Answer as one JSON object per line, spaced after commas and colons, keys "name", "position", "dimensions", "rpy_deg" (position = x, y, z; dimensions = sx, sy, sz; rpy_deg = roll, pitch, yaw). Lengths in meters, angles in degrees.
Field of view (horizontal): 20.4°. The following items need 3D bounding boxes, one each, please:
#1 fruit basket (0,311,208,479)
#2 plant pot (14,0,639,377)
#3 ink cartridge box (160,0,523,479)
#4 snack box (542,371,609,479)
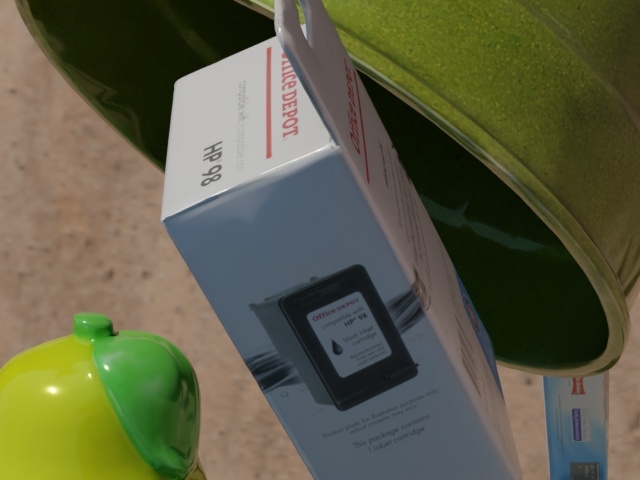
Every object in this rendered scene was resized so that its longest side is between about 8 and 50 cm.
{"name": "fruit basket", "position": [-0.140, 0.238, 1.003], "dimensions": [0.392, 0.283, 0.392], "rpy_deg": [-27, 43, 29]}
{"name": "plant pot", "position": [0.087, -0.173, 0.957], "dimensions": [0.366, 0.366, 0.353], "rpy_deg": [18, 68, 46]}
{"name": "ink cartridge box", "position": [0.000, 0.000, 0.575], "dimensions": [0.060, 0.180, 0.104], "rpy_deg": [-23, 26, 10]}
{"name": "snack box", "position": [0.245, 0.049, 1.699], "dimensions": [0.060, 0.187, 0.322], "rpy_deg": [-1, 47, 10]}
